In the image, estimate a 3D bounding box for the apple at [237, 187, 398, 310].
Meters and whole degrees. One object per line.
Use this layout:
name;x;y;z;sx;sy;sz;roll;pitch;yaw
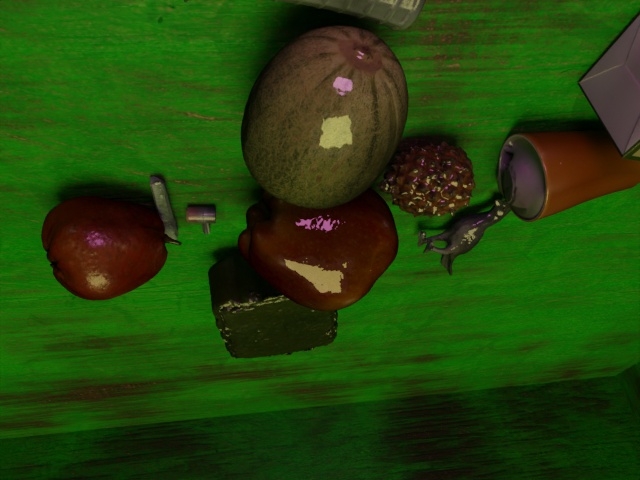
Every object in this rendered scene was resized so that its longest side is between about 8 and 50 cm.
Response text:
apple;0.000;0.000;1.042;0.317;0.287;0.288;22;138;-19

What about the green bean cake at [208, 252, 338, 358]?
green bean cake;-0.113;0.152;1.326;0.336;0.218;0.318;-10;140;-9

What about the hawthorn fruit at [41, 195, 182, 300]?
hawthorn fruit;-0.427;0.011;1.038;0.261;0.224;0.224;-15;153;-27

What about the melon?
melon;0.005;-0.181;0.768;0.249;0.248;0.329;4;162;-18

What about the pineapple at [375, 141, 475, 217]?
pineapple;0.208;-0.119;1.005;0.193;0.166;0.166;-7;147;1

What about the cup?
cup;0.506;-0.146;1.041;0.264;0.182;0.226;-11;-179;-6

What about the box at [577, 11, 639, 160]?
box;0.582;-0.257;0.829;0.148;0.194;0.177;5;145;-18

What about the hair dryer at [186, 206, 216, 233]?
hair dryer;-0.271;-0.040;1.142;0.063;0.037;0.114;0;154;-9

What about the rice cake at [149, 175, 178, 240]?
rice cake;-0.340;-0.067;1.081;0.033;0.033;0.207;-1;147;-7

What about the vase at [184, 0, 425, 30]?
vase;-0.014;-0.348;0.623;0.299;0.143;0.143;1;146;-19

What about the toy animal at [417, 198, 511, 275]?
toy animal;0.345;0.002;1.280;0.206;0.081;0.367;-6;149;-24
